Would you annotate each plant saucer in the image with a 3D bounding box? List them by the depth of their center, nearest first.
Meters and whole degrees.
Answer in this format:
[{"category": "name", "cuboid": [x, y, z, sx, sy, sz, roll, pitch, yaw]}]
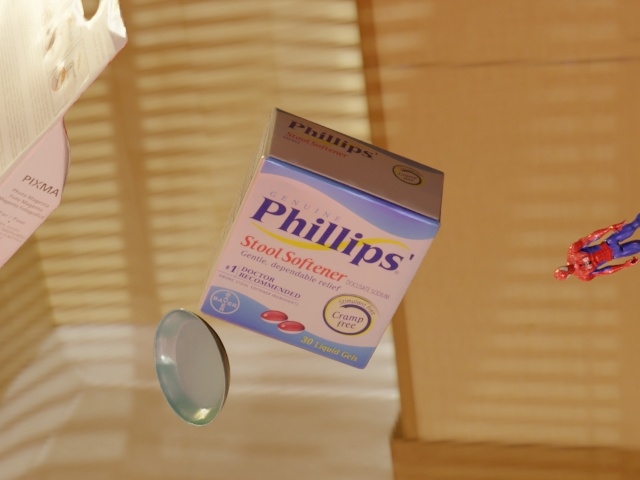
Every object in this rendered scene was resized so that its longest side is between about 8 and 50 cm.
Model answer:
[{"category": "plant saucer", "cuboid": [-0.123, 0.124, 1.448, 0.021, 0.119, 0.119, -12, -156, -39]}]

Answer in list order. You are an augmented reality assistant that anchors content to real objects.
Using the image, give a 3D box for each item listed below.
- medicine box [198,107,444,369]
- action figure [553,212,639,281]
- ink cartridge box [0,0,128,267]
[{"category": "medicine box", "cuboid": [0.000, 0.000, 2.085, 0.263, 0.289, 0.149, 20, -146, -7]}, {"category": "action figure", "cuboid": [0.235, 0.003, 1.154, 0.115, 0.038, 0.030, -26, -167, -6]}, {"category": "ink cartridge box", "cuboid": [-0.207, -0.118, 1.083, 0.232, 0.066, 0.189, -39, -134, 24]}]
